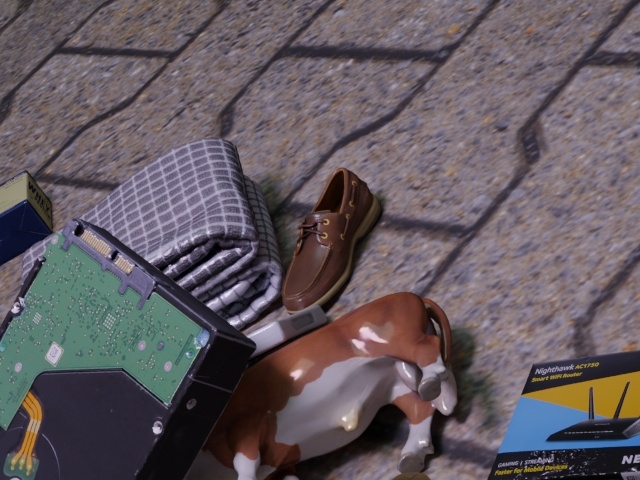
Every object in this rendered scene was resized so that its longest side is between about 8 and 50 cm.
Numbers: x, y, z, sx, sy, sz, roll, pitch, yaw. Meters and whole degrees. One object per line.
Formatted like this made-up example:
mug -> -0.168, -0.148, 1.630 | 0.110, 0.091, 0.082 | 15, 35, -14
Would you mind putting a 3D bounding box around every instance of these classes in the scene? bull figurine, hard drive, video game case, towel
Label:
bull figurine -> -0.019, 0.155, 1.642 | 0.310, 0.101, 0.188 | -34, 33, 3
hard drive -> -0.219, 0.175, 1.649 | 0.237, 0.064, 0.339 | 33, 97, 40
video game case -> -0.102, 0.117, 1.759 | 0.201, 0.023, 0.183 | -28, -3, 12
towel -> -0.186, 0.029, 1.967 | 0.284, 0.121, 0.235 | -30, 29, 6

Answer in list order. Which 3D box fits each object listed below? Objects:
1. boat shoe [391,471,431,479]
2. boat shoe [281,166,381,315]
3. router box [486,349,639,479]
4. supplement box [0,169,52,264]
boat shoe -> 0.053, 0.253, 1.489 | 0.056, 0.048, 0.153 | 3, 51, 29
boat shoe -> 0.000, 0.000, 1.889 | 0.064, 0.060, 0.178 | -9, 38, 37
router box -> 0.228, 0.144, 1.466 | 0.179, 0.046, 0.133 | -10, 36, 35
supplement box -> -0.370, -0.026, 2.294 | 0.083, 0.056, 0.083 | -29, 30, 8
